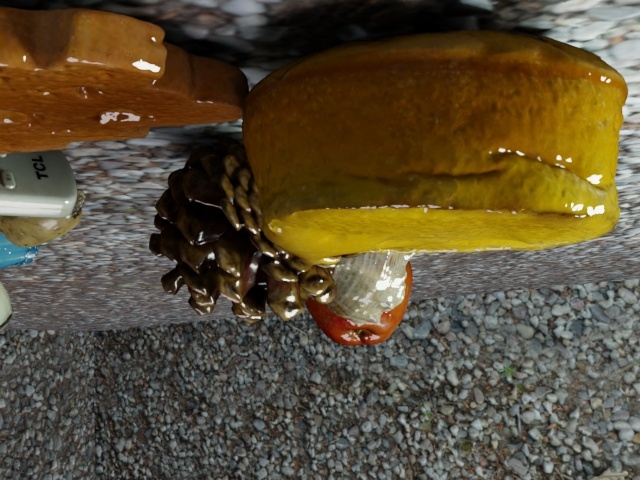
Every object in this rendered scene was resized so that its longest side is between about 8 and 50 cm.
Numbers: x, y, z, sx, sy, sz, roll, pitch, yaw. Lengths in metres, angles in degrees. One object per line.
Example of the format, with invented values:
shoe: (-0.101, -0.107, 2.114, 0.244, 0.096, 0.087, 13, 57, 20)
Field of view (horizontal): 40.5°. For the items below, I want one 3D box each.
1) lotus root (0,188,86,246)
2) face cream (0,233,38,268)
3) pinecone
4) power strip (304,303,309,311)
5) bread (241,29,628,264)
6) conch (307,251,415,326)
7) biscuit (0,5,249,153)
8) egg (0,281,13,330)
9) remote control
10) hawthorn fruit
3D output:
lotus root: (-0.323, -0.026, 0.977, 0.152, 0.063, 0.072, -14, 176, 37)
face cream: (-0.477, 0.025, 0.993, 0.337, 0.080, 0.163, -14, 143, -56)
pinecone: (-0.067, -0.008, 0.818, 0.185, 0.168, 0.212, 28, 159, -24)
power strip: (0.046, 0.076, 1.447, 0.154, 0.154, 0.078, 1, 172, -22)
bread: (0.080, -0.064, 0.599, 0.270, 0.142, 0.195, 1, 169, -10)
conch: (0.000, 0.000, 0.985, 0.245, 0.163, 0.178, 36, 134, -27)
biscuit: (-0.215, -0.101, 0.585, 0.284, 0.043, 0.306, 2, 173, -44)
egg: (-0.577, 0.069, 1.204, 0.264, 0.174, 0.286, -6, -163, 3)
remote control: (-0.301, -0.058, 0.723, 0.190, 0.087, 0.029, 4, 131, -34)
hawthorn fruit: (0.055, 0.068, 1.317, 0.189, 0.189, 0.189, -3, 171, 0)
